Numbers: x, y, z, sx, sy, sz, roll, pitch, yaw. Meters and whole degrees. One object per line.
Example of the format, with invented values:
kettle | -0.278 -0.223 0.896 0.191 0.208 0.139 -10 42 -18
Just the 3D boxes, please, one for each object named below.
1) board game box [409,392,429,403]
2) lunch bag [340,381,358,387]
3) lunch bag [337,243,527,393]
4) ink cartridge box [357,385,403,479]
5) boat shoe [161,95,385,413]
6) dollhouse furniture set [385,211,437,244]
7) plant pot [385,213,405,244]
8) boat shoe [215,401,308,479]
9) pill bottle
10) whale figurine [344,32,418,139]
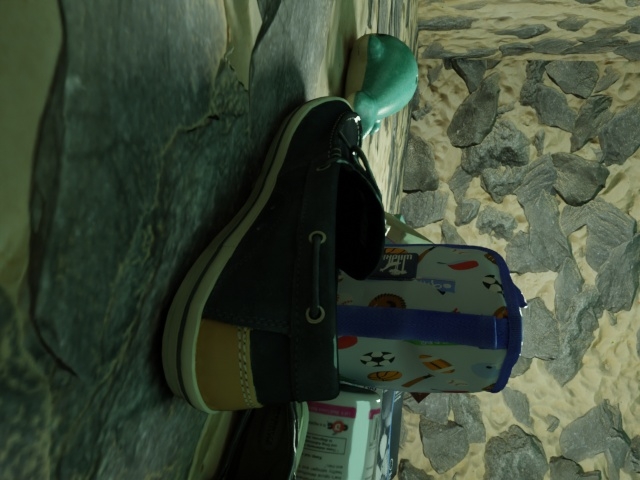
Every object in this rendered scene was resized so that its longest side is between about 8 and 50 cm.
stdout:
board game box | 0.160 0.176 0.905 0.145 0.281 0.027 -42 163 2
lunch bag | 0.054 0.378 1.015 0.224 0.108 0.278 62 37 -68
lunch bag | 0.123 0.126 0.709 0.385 0.329 0.238 40 53 -73
ink cartridge box | 0.131 0.378 0.964 0.165 0.065 0.331 6 87 -62
boat shoe | 0.003 -0.024 0.518 0.499 0.156 0.186 -69 159 -49
dollhouse furniture set | 0.091 0.072 1.097 0.287 0.198 0.303 19 105 -38
plant pot | 0.218 0.039 1.436 0.165 0.166 0.234 -59 146 -60
boat shoe | -0.074 0.282 0.472 0.092 0.103 0.285 74 22 -46
pill bottle | -0.010 0.352 0.624 0.160 0.161 0.282 53 45 -71
whale figurine | 0.124 -0.314 0.906 0.216 0.141 0.271 84 19 -44
